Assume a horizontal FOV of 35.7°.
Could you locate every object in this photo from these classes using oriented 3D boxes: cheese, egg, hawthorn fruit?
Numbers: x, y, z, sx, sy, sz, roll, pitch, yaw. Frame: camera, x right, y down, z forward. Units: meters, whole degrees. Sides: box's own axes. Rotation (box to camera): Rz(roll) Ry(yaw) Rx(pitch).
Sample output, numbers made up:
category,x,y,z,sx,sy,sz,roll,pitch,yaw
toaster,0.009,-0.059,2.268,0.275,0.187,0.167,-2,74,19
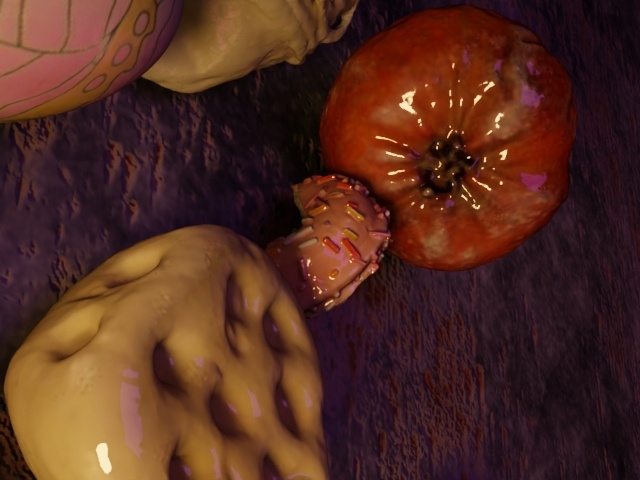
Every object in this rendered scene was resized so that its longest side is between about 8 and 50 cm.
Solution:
category,x,y,z,sx,sy,sz,roll,pitch,yaw
cheese,-0.082,0.105,0.616,0.235,0.117,0.218,-22,94,-58
egg,-0.183,-0.154,0.531,0.271,0.196,0.196,30,51,-55
hawthorn fruit,0.127,-0.108,0.934,0.242,0.242,0.271,62,20,-14

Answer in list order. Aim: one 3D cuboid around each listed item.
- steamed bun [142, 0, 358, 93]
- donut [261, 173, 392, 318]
category,x,y,z,sx,sy,sz,roll,pitch,yaw
steamed bun,-0.055,-0.264,0.752,0.280,0.207,0.268,-35,106,-55
donut,0.000,0.000,0.790,0.065,0.117,0.166,59,34,-25
